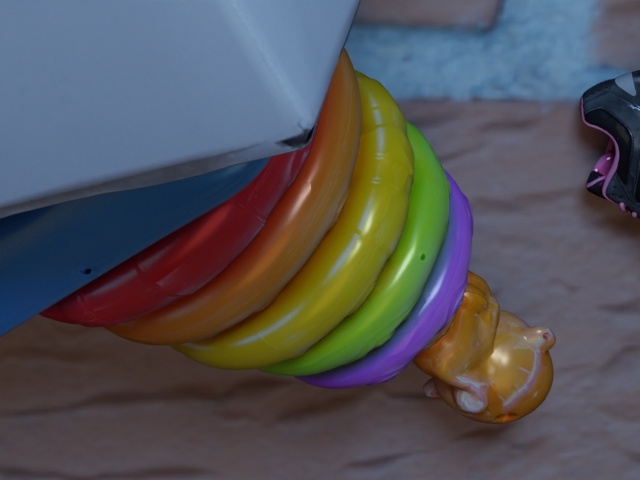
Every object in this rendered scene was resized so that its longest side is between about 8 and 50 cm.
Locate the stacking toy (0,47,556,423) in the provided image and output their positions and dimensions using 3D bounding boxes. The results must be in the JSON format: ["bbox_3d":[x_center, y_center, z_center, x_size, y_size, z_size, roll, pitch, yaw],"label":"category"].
[{"bbox_3d":[0.000,0.000,0.713,0.175,0.166,0.302,-30,136,29],"label":"stacking toy"}]

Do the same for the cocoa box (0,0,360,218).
[{"bbox_3d":[-0.145,-0.198,0.458,0.231,0.228,0.347,-12,128,27],"label":"cocoa box"}]

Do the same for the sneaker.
[{"bbox_3d":[0.145,-0.024,0.775,0.057,0.047,0.119,-19,117,11],"label":"sneaker"}]
